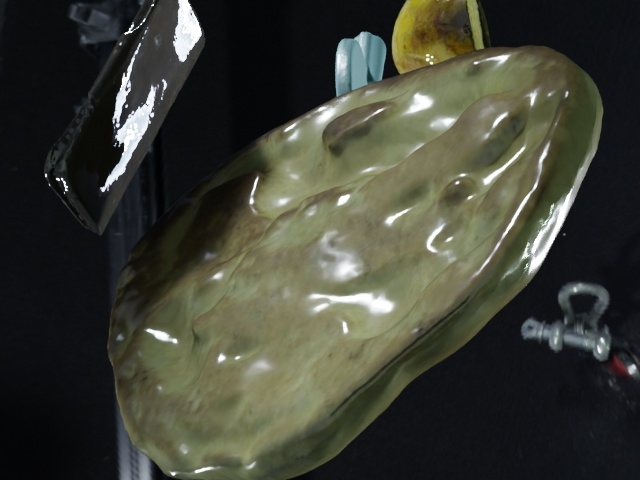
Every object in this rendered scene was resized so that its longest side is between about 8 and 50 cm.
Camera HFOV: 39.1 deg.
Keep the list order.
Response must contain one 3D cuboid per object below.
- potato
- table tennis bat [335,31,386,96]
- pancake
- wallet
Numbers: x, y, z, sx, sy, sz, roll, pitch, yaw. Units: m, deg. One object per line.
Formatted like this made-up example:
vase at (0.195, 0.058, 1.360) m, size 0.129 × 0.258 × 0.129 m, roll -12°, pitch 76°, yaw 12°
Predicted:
potato at (0.079, -0.137, 0.613) m, size 0.066 × 0.103 × 0.096 m, roll -13°, pitch -101°, yaw 15°
table tennis bat at (0.043, -0.141, 0.898) m, size 0.040 × 0.244 × 0.153 m, roll -7°, pitch -54°, yaw 11°
pancake at (0.000, 0.000, 0.465) m, size 0.294 × 0.294 × 0.049 m, roll -33°, pitch -61°, yaw 13°
wallet at (-0.114, -0.084, 0.549) m, size 0.018 × 0.082 × 0.157 m, roll 17°, pitch -111°, yaw 16°
